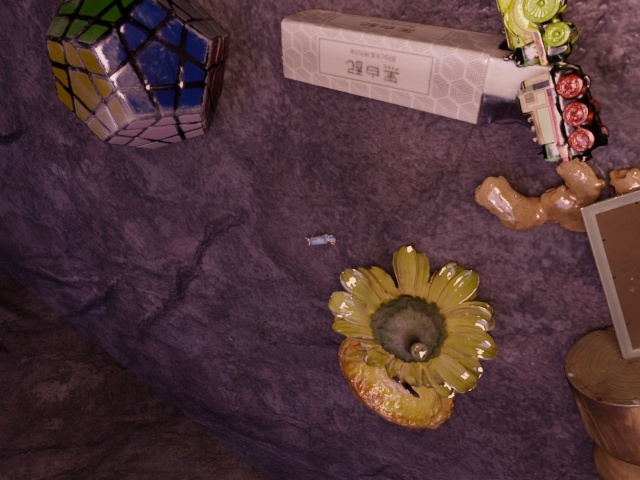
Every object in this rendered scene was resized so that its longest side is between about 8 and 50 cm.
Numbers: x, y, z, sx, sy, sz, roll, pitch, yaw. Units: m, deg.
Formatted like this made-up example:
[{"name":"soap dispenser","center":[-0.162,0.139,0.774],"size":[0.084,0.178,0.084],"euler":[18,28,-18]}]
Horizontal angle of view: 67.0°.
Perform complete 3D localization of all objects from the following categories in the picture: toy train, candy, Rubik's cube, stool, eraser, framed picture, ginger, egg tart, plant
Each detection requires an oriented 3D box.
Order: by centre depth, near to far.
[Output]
[{"name":"toy train","center":[0.255,-0.205,0.547],"size":[0.085,0.053,0.250],"euler":[-13,103,42]},{"name":"framed picture","center":[0.496,0.034,0.655],"size":[0.216,0.016,0.273],"euler":[-19,112,21]},{"name":"eraser","center":[0.131,-0.254,0.703],"size":[0.404,0.096,0.098],"euler":[21,133,25]},{"name":"ginger","center":[0.362,-0.060,0.703],"size":[0.258,0.065,0.149],"euler":[23,128,17]},{"name":"stool","center":[0.521,0.291,0.783],"size":[0.179,0.179,0.264],"euler":[-6,119,42]},{"name":"Rubik's cube","center":[-0.319,-0.320,0.877],"size":[0.264,0.319,0.319],"euler":[33,147,55]},{"name":"plant","center":[0.171,0.189,0.889],"size":[0.306,0.297,0.261],"euler":[-5,121,5]},{"name":"candy","center":[0.001,0.000,1.075],"size":[0.083,0.020,0.030],"euler":[-9,116,43]},{"name":"egg tart","center":[0.180,0.297,1.106],"size":[0.294,0.123,0.294],"euler":[21,130,26]}]
